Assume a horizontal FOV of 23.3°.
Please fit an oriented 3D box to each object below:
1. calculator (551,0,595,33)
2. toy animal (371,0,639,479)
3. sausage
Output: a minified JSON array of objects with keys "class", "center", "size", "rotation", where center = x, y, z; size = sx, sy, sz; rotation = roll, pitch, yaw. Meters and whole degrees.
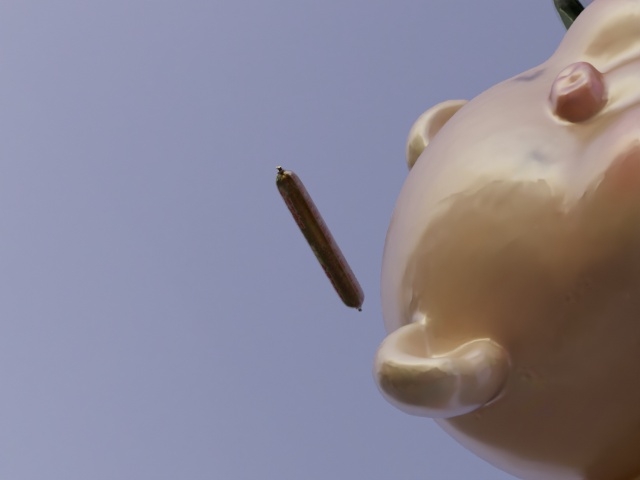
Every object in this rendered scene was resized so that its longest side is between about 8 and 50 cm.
[{"class":"calculator","center":[0.184,-0.202,1.005],"size":[0.141,0.045,0.246],"rotation":[-114,-173,-47]},{"class":"toy animal","center":[0.156,-0.014,0.676],"size":[0.246,0.345,0.278],"rotation":[32,-63,7]},{"class":"sausage","center":[0.000,0.000,0.835],"size":[0.015,0.015,0.100],"rotation":[-2,-52,42]}]
